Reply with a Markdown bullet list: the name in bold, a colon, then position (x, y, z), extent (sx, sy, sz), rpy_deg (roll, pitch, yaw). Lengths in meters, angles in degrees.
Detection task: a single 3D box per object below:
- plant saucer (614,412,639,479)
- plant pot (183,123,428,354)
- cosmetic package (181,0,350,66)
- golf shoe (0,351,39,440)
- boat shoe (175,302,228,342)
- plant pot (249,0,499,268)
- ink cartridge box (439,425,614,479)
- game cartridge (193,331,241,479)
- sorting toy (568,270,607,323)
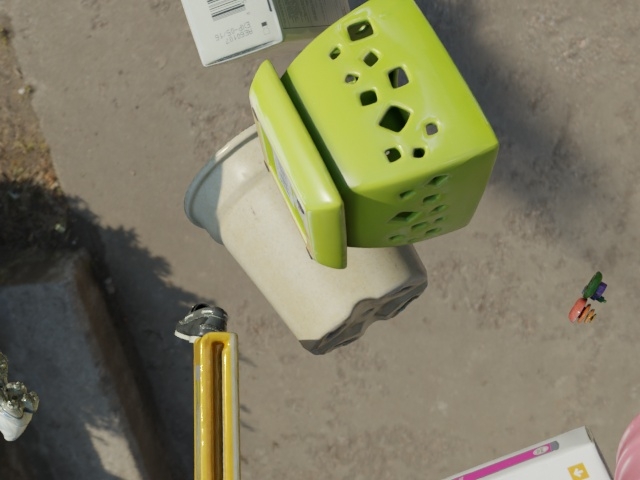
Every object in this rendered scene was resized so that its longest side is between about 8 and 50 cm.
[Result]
- **plant saucer**: position (0.364, 0.279, 0.601), extent (0.084, 0.332, 0.332), rpy_deg (-28, 124, -23)
- **plant pot**: position (0.000, 0.000, 1.204), extent (0.334, 0.334, 0.305), rpy_deg (-41, 71, 29)
- **cosmetic package**: position (-0.064, -0.326, 0.990), extent (0.113, 0.309, 0.160), rpy_deg (-13, 101, 21)
- **golf shoe**: position (-0.485, 0.219, 1.107), extent (0.176, 0.069, 0.086), rpy_deg (41, 120, 29)
- **boat shoe**: position (-0.227, 0.162, 1.466), extent (0.084, 0.233, 0.079), rpy_deg (11, 82, -20)
- **plant pot**: position (0.047, -0.108, 0.872), extent (0.207, 0.227, 0.228), rpy_deg (-24, 160, -6)
- **ink cartridge box**: position (0.168, 0.360, 0.854), extent (0.371, 0.069, 0.175), rpy_deg (-26, 91, 12)
- **game cartridge**: position (-0.148, 0.272, 1.026), extent (0.053, 0.324, 0.285), rpy_deg (0, 80, -13)
- **sorting toy**: position (0.459, 0.100, 1.273), extent (0.042, 0.061, 0.102), rpy_deg (31, 121, 13)
